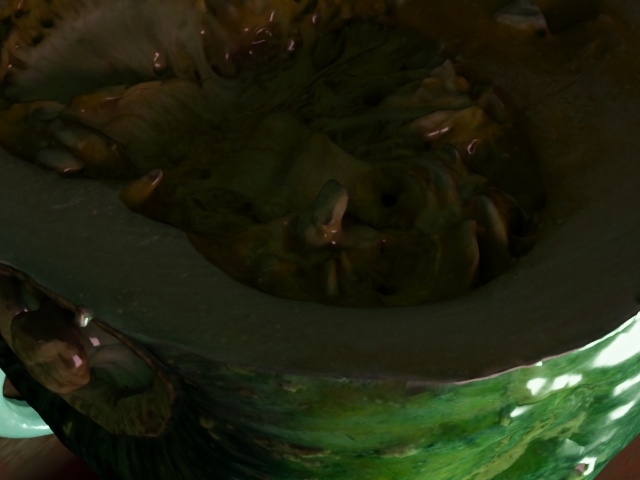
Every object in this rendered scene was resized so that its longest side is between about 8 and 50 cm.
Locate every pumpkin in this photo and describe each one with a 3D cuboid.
[{"bbox_3d":[0.000,0.000,0.739,0.263,0.293,0.197,-51,158,-32],"label":"pumpkin"}]

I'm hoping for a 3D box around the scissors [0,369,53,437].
[{"bbox_3d":[-0.060,0.073,1.003,0.191,0.029,0.360,-40,152,-3],"label":"scissors"}]
